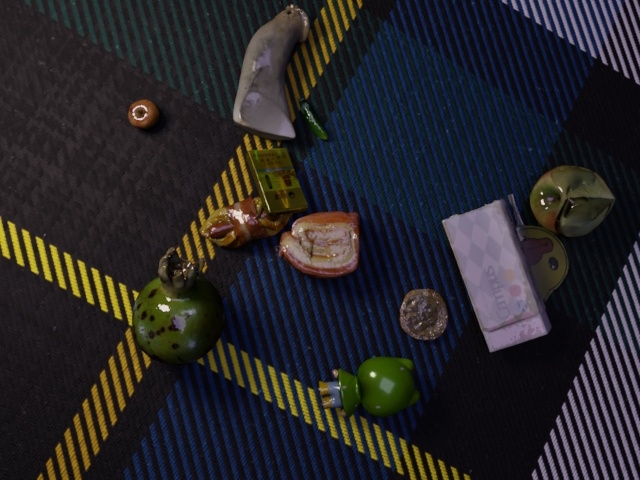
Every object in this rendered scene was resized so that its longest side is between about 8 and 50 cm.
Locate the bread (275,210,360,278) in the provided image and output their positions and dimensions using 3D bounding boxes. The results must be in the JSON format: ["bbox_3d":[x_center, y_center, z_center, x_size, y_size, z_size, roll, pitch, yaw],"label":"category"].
[{"bbox_3d":[0.000,0.013,1.506,0.244,0.123,0.190,-4,85,-7],"label":"bread"}]

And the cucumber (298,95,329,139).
[{"bbox_3d":[-0.026,-0.352,1.591,0.037,0.037,0.155,-32,87,-10],"label":"cucumber"}]

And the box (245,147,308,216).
[{"bbox_3d":[-0.120,-0.162,1.516,0.121,0.030,0.193,-10,70,-32],"label":"box"}]

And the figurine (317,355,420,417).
[{"bbox_3d":[0.127,0.395,1.472,0.263,0.143,0.162,-11,78,2],"label":"figurine"}]

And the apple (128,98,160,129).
[{"bbox_3d":[-0.482,-0.344,1.515,0.084,0.071,0.084,0,85,0],"label":"apple"}]

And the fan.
[{"bbox_3d":[0.612,0.022,1.637,0.229,0.011,0.335,-16,85,-8],"label":"fan"}]

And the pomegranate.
[{"bbox_3d":[-0.345,0.174,1.345,0.242,0.306,0.242,6,64,-11],"label":"pomegranate"}]

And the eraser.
[{"bbox_3d":[0.505,0.095,1.572,0.213,0.082,0.397,-19,85,0],"label":"eraser"}]

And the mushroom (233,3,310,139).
[{"bbox_3d":[-0.135,-0.484,1.551,0.177,0.126,0.397,10,81,-16],"label":"mushroom"}]

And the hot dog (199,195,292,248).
[{"bbox_3d":[-0.198,-0.052,1.502,0.261,0.093,0.123,-23,86,-9],"label":"hot dog"}]

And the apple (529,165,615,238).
[{"bbox_3d":[0.717,-0.110,1.590,0.188,0.174,0.207,-5,81,-28],"label":"apple"}]

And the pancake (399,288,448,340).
[{"bbox_3d":[0.295,0.209,1.568,0.151,0.025,0.152,1,83,-6],"label":"pancake"}]
